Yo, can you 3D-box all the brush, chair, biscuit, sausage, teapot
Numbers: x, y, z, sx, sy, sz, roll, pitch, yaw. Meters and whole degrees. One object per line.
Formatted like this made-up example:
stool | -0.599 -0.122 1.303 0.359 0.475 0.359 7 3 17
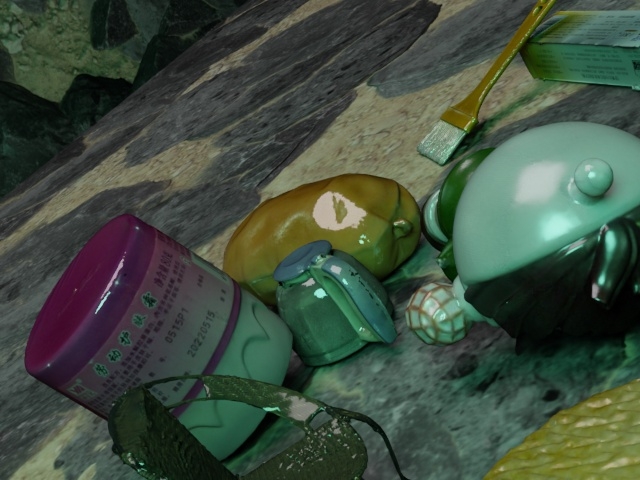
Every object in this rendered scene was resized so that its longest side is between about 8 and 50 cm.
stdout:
brush | 0.221 -0.214 1.506 0.272 0.013 0.103 -53 19 4
chair | -0.033 0.165 0.803 0.149 0.213 0.174 -35 20 7
biscuit | 0.196 0.164 0.716 0.254 0.035 0.254 -29 19 11
sausage | 0.000 0.000 1.291 0.241 0.120 0.136 -18 38 34
teapot | 0.004 0.061 1.152 0.111 0.108 0.149 -31 18 7

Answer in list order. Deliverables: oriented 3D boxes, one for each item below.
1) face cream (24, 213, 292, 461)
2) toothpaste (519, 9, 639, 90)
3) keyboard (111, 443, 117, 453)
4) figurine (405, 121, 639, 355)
face cream | -0.149 0.096 1.101 0.175 0.195 0.175 -44 24 26
toothpaste | 0.351 -0.235 1.421 0.089 0.071 0.313 -33 18 -11
keyboard | -0.149 0.158 1.286 0.061 0.013 0.204 -14 26 43
figurine | 0.182 -0.016 1.000 0.281 0.167 0.370 -29 10 -7
